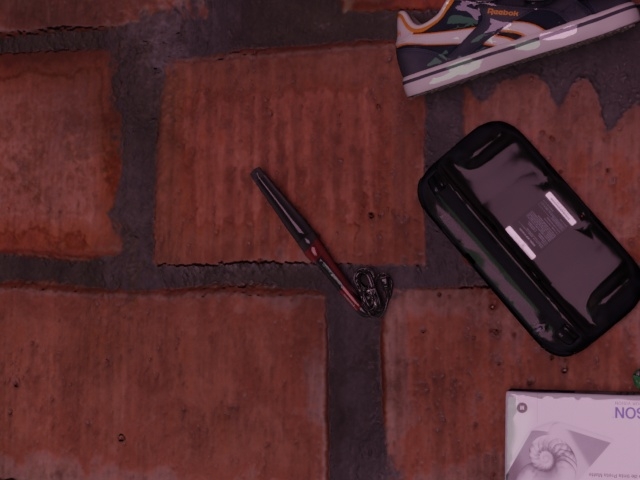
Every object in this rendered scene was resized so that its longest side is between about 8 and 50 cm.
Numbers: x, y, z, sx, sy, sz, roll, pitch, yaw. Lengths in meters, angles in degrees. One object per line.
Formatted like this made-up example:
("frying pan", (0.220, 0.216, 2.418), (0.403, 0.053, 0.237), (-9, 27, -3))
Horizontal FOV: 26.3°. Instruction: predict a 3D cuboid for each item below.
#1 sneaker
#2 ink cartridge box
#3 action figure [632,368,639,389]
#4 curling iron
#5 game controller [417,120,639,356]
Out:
("sneaker", (0.246, -0.288, 1.782), (0.321, 0.126, 0.127), (-14, 91, 18))
("ink cartridge box", (0.351, 0.307, 1.787), (0.223, 0.045, 0.223), (-1, 90, 16))
("action figure", (0.497, 0.134, 1.716), (0.232, 0.137, 0.063), (-31, 99, 23))
("curling iron", (0.000, 0.000, 1.900), (0.068, 0.035, 0.274), (-46, 79, 7))
("game controller", (0.277, -0.005, 1.813), (0.166, 0.067, 0.319), (-39, 79, -2))
